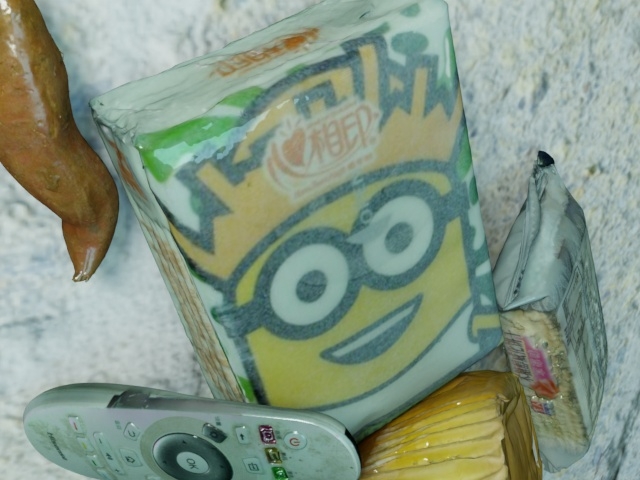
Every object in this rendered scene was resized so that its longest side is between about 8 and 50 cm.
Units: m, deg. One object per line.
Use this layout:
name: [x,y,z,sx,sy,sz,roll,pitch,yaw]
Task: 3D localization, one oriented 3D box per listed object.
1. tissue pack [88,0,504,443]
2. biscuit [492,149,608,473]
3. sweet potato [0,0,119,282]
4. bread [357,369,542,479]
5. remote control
tissue pack: [0.000,0.000,0.573,0.228,0.128,0.311,-30,127,-18]
biscuit: [0.237,0.083,0.784,0.309,0.079,0.186,62,41,-37]
sweet potato: [-0.170,-0.064,0.476,0.055,0.058,0.202,-68,154,-49]
bread: [0.097,0.218,0.639,0.288,0.156,0.204,-27,106,-72]
remote control: [-0.094,0.139,0.542,0.045,0.256,0.097,-66,151,-48]
